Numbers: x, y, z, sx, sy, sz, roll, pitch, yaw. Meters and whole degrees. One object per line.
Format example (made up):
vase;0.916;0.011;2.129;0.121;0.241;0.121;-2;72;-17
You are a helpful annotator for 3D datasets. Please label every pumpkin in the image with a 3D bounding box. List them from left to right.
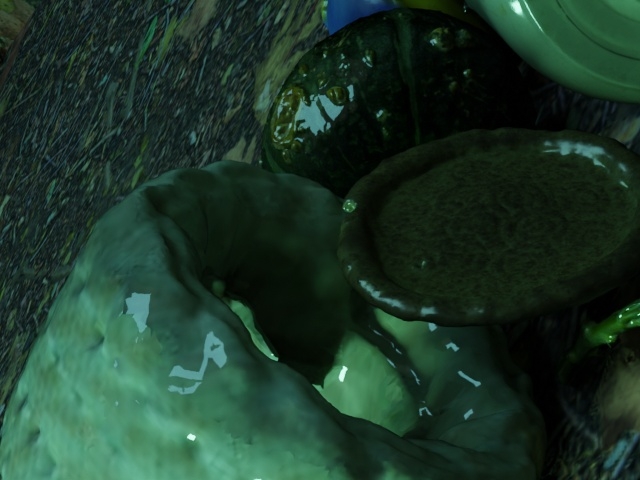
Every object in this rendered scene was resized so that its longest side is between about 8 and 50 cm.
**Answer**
pumpkin;0.051;-0.061;1.238;0.190;0.190;0.146;-57;22;20

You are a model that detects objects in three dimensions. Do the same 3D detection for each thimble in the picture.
thimble;-0.027;0.103;1.097;0.195;0.291;0.291;-57;20;25

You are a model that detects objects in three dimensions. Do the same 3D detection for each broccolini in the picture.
broccolini;0.165;0.046;1.003;0.194;0.052;0.054;-22;41;64

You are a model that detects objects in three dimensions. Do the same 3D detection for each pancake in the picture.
pancake;0.102;-0.012;1.081;0.199;0.199;0.021;-92;-5;-55

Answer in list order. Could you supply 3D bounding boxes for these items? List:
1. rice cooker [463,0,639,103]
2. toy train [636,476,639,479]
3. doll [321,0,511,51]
rice cooker;0.168;-0.203;1.066;0.226;0.226;0.244;-60;15;12
toy train;0.146;0.170;0.833;0.409;0.089;0.086;-54;16;29
doll;0.109;-0.203;1.301;0.242;0.159;0.311;-38;-10;-1
